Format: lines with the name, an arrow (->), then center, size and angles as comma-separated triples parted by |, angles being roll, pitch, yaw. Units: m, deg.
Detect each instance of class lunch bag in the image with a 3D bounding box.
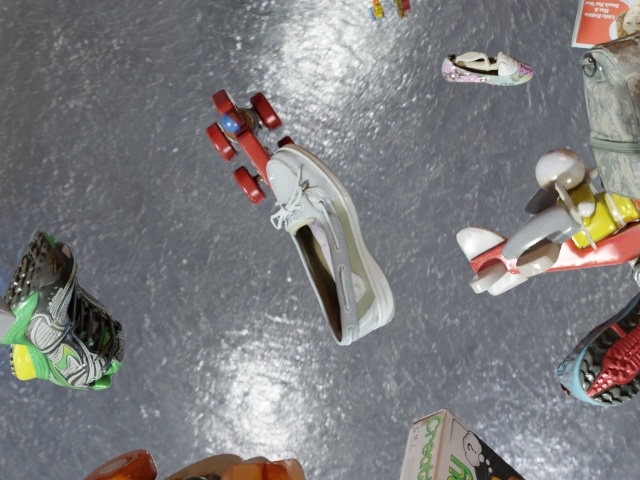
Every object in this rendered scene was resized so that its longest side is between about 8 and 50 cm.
lunch bag -> 0.583, -0.229, 1.127 | 0.305, 0.212, 0.256 | -19, 105, 0

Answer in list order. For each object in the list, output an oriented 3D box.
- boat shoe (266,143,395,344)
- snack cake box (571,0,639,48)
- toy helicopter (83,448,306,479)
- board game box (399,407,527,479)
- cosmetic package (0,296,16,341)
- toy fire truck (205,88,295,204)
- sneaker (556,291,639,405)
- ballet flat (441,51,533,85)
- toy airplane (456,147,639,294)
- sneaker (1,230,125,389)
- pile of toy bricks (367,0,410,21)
boat shoe -> -0.001, 0.002, 1.097 | 0.118, 0.103, 0.321 | -28, 88, 56
snack cake box -> 0.747, -0.526, 1.697 | 0.264, 0.089, 0.152 | 11, 113, 15
toy helicopter -> -0.118, 0.293, 0.702 | 0.234, 0.355, 0.140 | -22, 95, -8
board game box -> 0.129, 0.315, 0.578 | 0.193, 0.305, 0.053 | 42, 127, -15
cosmetic package -> -0.362, 0.027, 0.573 | 0.238, 0.127, 0.107 | 35, 88, 39
toy fire truck -> -0.153, -0.222, 1.662 | 0.169, 0.254, 0.302 | -33, 94, 1
sneaker -> 0.415, 0.117, 0.947 | 0.261, 0.125, 0.104 | -31, 85, -14
ballet flat -> 0.407, -0.423, 1.734 | 0.221, 0.077, 0.079 | 4, 152, 9
toy airplane -> 0.442, -0.037, 1.352 | 0.384, 0.386, 0.273 | -18, 103, -18
sneaker -> -0.320, 0.101, 0.923 | 0.146, 0.134, 0.343 | 16, 152, -6
pile of toy bricks -> 0.123, -0.590, 1.573 | 0.118, 0.105, 0.212 | -20, 95, -4
